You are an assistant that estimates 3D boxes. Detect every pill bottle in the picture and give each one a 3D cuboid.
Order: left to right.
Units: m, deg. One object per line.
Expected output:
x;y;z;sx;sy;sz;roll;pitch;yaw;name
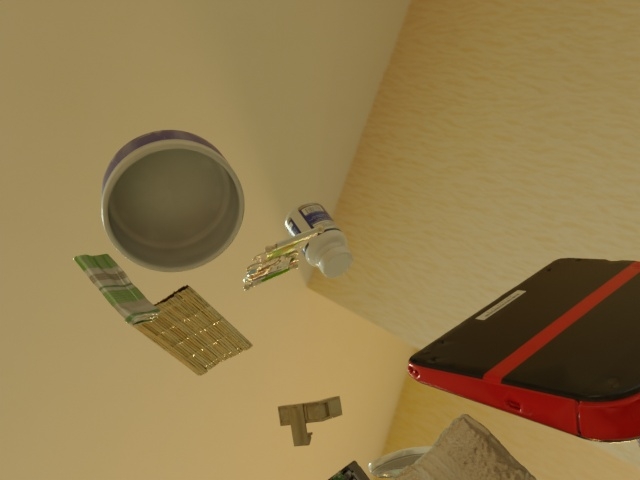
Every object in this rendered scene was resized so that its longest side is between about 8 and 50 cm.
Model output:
0.000;0.000;1.700;0.112;0.186;0.112;-21;-39;-18;pill bottle

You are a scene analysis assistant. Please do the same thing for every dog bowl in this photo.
-0.287;-0.076;1.342;0.265;0.104;0.264;-8;-63;-16;dog bowl

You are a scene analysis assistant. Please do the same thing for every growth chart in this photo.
-0.086;0.039;1.449;0.172;0.021;0.237;-25;-14;-29;growth chart

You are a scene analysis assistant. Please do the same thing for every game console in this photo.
0.359;0.123;0.935;0.387;0.342;0.060;-26;-75;-32;game console

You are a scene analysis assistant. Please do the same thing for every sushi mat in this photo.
-0.275;0.205;1.511;0.152;0.019;0.316;-31;-37;2;sushi mat

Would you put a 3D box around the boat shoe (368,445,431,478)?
0.179;0.415;1.255;0.184;0.063;0.066;2;-40;-20;boat shoe

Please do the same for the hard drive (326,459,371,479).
0.024;0.673;1.530;0.339;0.237;0.064;-46;-16;24;hard drive

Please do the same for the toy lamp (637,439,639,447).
0.463;0.228;1.069;0.080;0.080;0.274;-47;-69;-17;toy lamp

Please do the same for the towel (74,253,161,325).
-0.346;0.080;1.194;0.023;0.152;0.113;-43;-7;6;towel

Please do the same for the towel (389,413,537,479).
0.202;0.357;0.788;0.187;0.282;0.049;-33;-23;-27;towel

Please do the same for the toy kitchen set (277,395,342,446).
-0.015;0.306;1.174;0.075;0.083;0.068;7;-108;-60;toy kitchen set
